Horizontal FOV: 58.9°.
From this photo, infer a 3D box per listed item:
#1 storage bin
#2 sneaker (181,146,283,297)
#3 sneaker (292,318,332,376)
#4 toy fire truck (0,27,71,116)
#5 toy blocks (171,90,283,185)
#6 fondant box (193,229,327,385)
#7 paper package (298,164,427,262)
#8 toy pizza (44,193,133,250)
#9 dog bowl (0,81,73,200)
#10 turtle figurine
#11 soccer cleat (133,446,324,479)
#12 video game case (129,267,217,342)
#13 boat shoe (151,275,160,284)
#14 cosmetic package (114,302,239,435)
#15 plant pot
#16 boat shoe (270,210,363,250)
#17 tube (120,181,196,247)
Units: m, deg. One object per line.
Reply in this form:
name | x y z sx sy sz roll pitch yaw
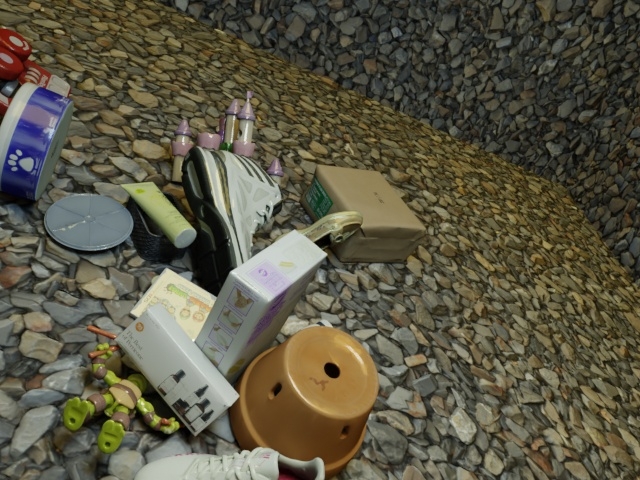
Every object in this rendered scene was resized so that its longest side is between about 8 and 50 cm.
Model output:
storage bin | -0.421 -0.041 1.464 0.122 0.084 0.180 -1 42 -40
sneaker | -0.178 -0.031 1.445 0.257 0.169 0.448 -4 73 -39
sneaker | 0.023 0.302 1.360 0.094 0.090 0.235 -18 52 -29
toy fire truck | -0.851 -0.437 1.625 0.254 0.169 0.302 32 27 -35
toy blocks | -0.258 -0.289 1.688 0.308 0.260 0.288 6 -1 -33
fondant box | -0.142 0.159 1.172 0.096 0.330 0.238 37 33 11
paper package | 0.137 -0.087 1.911 0.309 0.168 0.325 2 42 -38
toy pizza | -0.563 -0.041 1.385 0.201 0.032 0.201 13 40 -12
dog bowl | -0.683 -0.231 1.348 0.104 0.265 0.265 19 33 -20
turtle figurine | -0.374 0.282 1.027 0.269 0.087 0.217 48 9 -2
soccer cleat | -0.149 0.405 0.983 0.331 0.143 0.116 11 36 -19
video game case | -0.324 0.153 1.287 0.157 0.019 0.143 31 51 0
boat shoe | -0.337 0.125 1.341 0.133 0.042 0.049 24 57 -8
cosmetic package | -0.272 0.243 1.077 0.239 0.099 0.060 48 9 3
plant pot | -0.013 0.309 1.143 0.290 0.203 0.291 17 43 -16
boat shoe | 0.000 0.000 1.655 0.285 0.105 0.089 -23 60 -3
tube | -0.397 -0.076 1.402 0.240 0.062 0.070 43 -7 29
